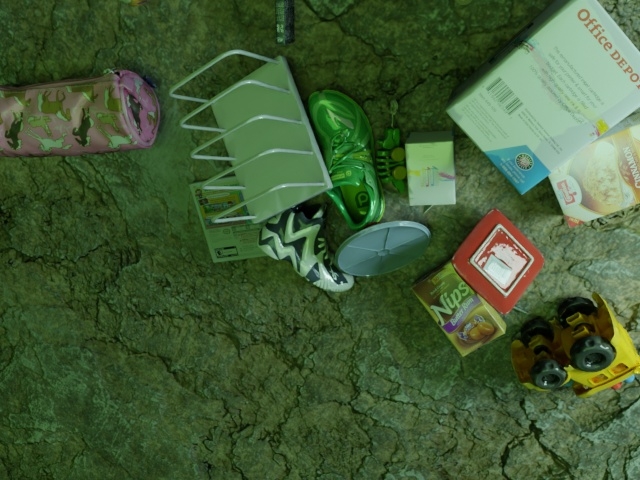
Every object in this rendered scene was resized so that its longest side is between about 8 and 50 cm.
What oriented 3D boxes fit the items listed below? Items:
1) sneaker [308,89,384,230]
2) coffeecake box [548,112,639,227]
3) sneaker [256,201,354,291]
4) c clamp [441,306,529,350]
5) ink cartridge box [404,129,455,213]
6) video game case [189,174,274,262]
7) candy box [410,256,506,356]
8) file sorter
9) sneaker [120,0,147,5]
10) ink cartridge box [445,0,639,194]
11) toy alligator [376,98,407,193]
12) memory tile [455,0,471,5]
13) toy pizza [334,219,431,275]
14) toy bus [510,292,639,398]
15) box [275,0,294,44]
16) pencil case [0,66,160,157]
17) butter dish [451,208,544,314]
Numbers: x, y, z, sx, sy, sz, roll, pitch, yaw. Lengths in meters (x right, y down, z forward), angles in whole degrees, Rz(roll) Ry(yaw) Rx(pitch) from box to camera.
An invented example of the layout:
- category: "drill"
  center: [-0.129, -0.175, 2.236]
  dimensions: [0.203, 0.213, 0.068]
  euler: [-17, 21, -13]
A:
- category: "sneaker"
  center: [0.056, -0.154, 1.232]
  dimensions: [0.110, 0.123, 0.295]
  euler: [-16, 107, 20]
- category: "coffeecake box"
  center: [0.521, -0.127, 1.154]
  dimensions: [0.186, 0.068, 0.142]
  euler: [-22, 106, 22]
- category: "sneaker"
  center: [0.000, 0.000, 1.327]
  dimensions: [0.235, 0.094, 0.153]
  euler: [33, 109, -9]
- category: "c clamp"
  center: [0.344, 0.180, 1.355]
  dimensions: [0.137, 0.022, 0.160]
  euler: [32, 116, 0]
- category: "ink cartridge box"
  center: [0.216, -0.132, 1.218]
  dimensions: [0.090, 0.092, 0.143]
  euler: [-2, 113, 14]
- category: "video game case"
  center: [-0.167, -0.053, 1.388]
  dimensions: [0.213, 0.023, 0.193]
  euler: [-8, 110, 18]
- category: "candy box"
  center: [0.290, 0.139, 1.321]
  dimensions: [0.109, 0.053, 0.186]
  euler: [-37, 89, 25]
- category: "file sorter"
  center: [-0.139, -0.191, 1.180]
  dimensions: [0.193, 0.173, 0.277]
  euler: [-23, 83, 29]
- category: "sneaker"
  center: [-0.360, -0.597, 1.160]
  dimensions: [0.131, 0.112, 0.296]
  euler: [25, 115, 4]
- category: "ink cartridge box"
  center: [0.384, -0.257, 1.062]
  dimensions: [0.270, 0.197, 0.198]
  euler: [-40, 97, 25]
- category: "toy alligator"
  center: [0.132, -0.179, 1.229]
  dimensions: [0.051, 0.056, 0.189]
  euler: [-14, 112, -12]
- category: "memory tile"
  center: [0.267, -0.499, 1.094]
  dimensions: [0.113, 0.012, 0.148]
  euler: [45, 116, -6]
- category: "toy pizza"
  center: [0.125, 0.011, 1.281]
  dimensions: [0.202, 0.032, 0.201]
  euler: [-10, 149, -6]
- category: "toy bus"
  center: [0.535, 0.246, 1.281]
  dimensions: [0.220, 0.149, 0.211]
  euler: [-37, 115, 27]
- category: "box"
  center: [-0.067, -0.415, 1.185]
  dimensions: [0.018, 0.067, 0.083]
  euler: [6, 114, 13]
- category: "pencil case"
  center: [-0.536, -0.262, 1.321]
  dimensions: [0.387, 0.160, 0.167]
  euler: [-3, 87, 16]
- category: "butter dish"
  center: [0.334, 0.046, 1.256]
  dimensions: [0.160, 0.118, 0.160]
  euler: [44, 72, -7]
